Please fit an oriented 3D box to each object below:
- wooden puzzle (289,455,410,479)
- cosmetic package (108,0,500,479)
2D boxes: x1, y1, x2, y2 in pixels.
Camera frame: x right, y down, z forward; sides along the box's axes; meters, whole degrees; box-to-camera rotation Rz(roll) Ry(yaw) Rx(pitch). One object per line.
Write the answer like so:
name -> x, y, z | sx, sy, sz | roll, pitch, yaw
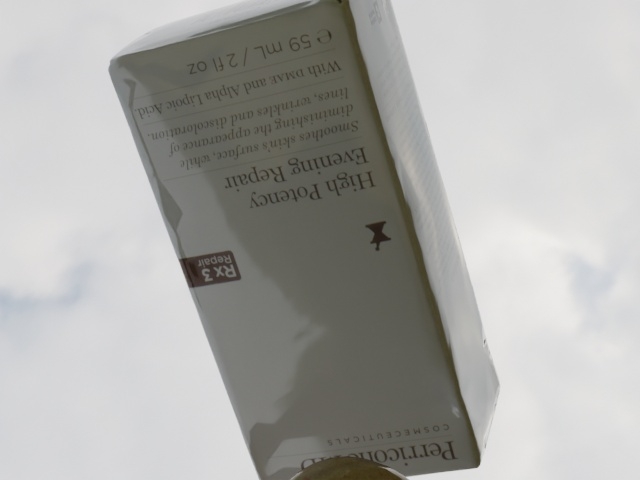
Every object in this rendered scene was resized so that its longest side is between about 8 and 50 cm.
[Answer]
wooden puzzle -> -0.004, 0.293, 0.480 | 0.080, 0.348, 0.322 | 23, -114, 34
cosmetic package -> 0.000, 0.000, 0.576 | 0.085, 0.117, 0.231 | -56, -49, -63
